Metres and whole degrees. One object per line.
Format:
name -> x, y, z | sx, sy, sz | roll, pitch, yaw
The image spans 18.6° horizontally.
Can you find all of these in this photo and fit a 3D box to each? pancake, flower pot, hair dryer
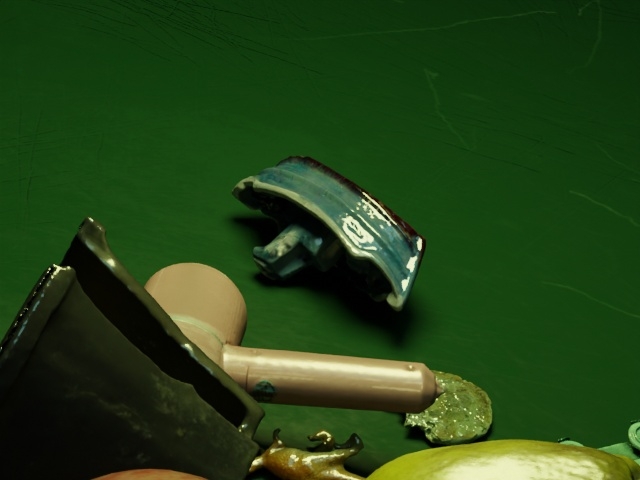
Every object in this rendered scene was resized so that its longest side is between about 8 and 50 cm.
pancake -> 0.130, 0.180, 2.150 | 0.116, 0.022, 0.129 | -8, 36, -28
flower pot -> -0.210, 0.198, 1.817 | 0.251, 0.379, 0.379 | 30, 33, -6
hair dryer -> -0.040, 0.133, 2.059 | 0.353, 0.125, 0.210 | 5, 31, 7

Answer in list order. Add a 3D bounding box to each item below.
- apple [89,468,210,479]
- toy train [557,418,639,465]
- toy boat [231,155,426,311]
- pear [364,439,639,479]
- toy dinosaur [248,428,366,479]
apple -> -0.119, 0.353, 1.572 | 0.269, 0.344, 0.345 | -11, 36, -46
toy train -> 0.307, 0.250, 2.048 | 0.172, 0.070, 0.099 | -10, 48, -26
toy boat -> 0.000, 0.000, 2.314 | 0.142, 0.129, 0.309 | -46, 51, -12
pear -> 0.169, 0.299, 1.697 | 0.287, 0.375, 0.287 | 49, 14, -17
toy dinosaur -> -0.007, 0.241, 2.012 | 0.126, 0.039, 0.162 | -25, 42, -30
